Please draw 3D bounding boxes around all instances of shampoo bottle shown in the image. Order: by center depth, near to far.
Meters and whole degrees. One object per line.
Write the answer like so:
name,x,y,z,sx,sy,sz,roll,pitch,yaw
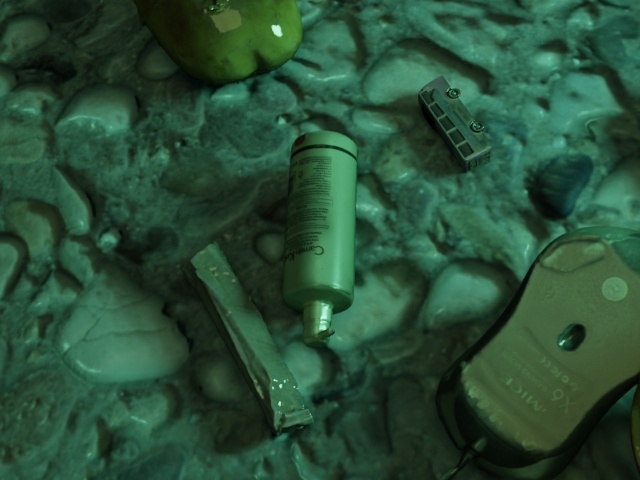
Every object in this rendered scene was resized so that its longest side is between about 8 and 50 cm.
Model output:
shampoo bottle,0.000,0.000,1.044,0.085,0.085,0.263,-2,62,9

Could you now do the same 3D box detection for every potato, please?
potato,-0.152,-0.331,1.219,0.191,0.141,0.296,-34,59,-12

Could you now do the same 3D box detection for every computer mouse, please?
computer mouse,0.228,0.143,0.932,0.379,0.090,0.167,-44,68,-1

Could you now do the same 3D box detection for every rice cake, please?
rice cake,-0.089,0.109,1.020,0.055,0.049,0.270,-19,58,-27

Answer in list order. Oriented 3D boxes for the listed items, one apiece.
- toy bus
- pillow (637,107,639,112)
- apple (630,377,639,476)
toy bus,0.170,-0.147,1.123,0.052,0.037,0.131,-29,62,-1
pillow,0.500,-0.106,1.020,0.144,0.078,0.254,-27,60,-5
apple,0.403,0.181,0.804,0.242,0.242,0.241,-25,58,-5
